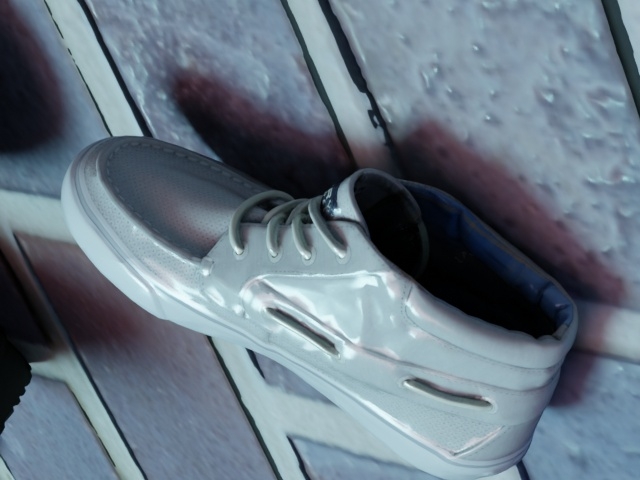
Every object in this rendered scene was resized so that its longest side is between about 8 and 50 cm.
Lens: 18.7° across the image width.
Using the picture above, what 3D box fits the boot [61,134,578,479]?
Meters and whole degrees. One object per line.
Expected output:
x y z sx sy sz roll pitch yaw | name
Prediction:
0.000 0.000 0.891 0.258 0.095 0.123 30 141 9 | boot

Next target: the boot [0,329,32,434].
-0.322 0.076 1.138 0.131 0.348 0.260 -24 114 21 | boot
